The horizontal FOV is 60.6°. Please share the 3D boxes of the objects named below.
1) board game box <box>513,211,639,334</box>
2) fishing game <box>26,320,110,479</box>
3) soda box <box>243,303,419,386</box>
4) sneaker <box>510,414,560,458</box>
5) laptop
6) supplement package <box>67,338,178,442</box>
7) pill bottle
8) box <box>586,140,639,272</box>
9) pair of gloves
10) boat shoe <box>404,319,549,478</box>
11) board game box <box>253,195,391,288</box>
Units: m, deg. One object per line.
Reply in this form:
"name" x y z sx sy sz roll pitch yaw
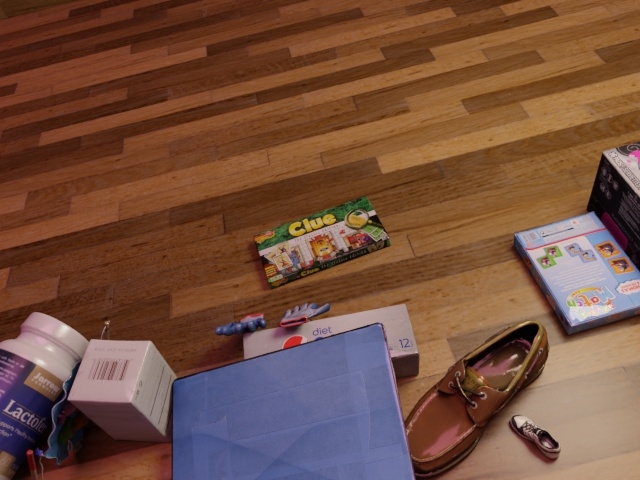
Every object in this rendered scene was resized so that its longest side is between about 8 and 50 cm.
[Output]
"board game box" 0.471 0.053 0.987 0.160 0.039 0.211 -16 49 -1
"fishing game" -0.393 0.278 0.898 0.041 0.189 0.264 14 36 -2
"soda box" 0.018 0.194 0.932 0.287 0.091 0.098 -12 51 2
"sneaker" 0.326 0.289 0.826 0.032 0.037 0.083 -41 53 -19
"laptop" -0.090 0.315 0.687 0.382 0.408 0.236 -19 93 16
"supplement package" -0.308 0.249 0.894 0.105 0.179 0.105 0 51 7
"pill bottle" -0.528 0.267 0.944 0.153 0.153 0.264 12 55 20
"box" 0.607 -0.042 0.955 0.142 0.163 0.247 -16 50 0
"pair of gloves" -0.082 0.138 0.974 0.198 0.159 0.023 -12 90 5
"boat shoe" 0.232 0.230 0.849 0.307 0.104 0.111 -39 54 -19
"board game box" 0.000 0.000 1.136 0.260 0.030 0.136 -20 48 -5
